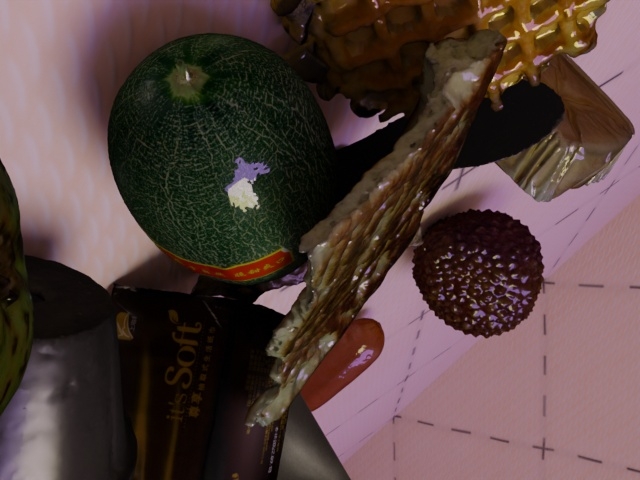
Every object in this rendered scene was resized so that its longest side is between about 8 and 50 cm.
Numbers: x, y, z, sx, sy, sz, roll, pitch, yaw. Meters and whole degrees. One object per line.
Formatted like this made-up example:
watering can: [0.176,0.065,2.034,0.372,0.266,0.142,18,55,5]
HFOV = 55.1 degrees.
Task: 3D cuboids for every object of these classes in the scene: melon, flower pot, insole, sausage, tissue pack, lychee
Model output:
melon: [-0.075,-0.062,0.513,0.182,0.182,0.287,-34,156,-8]
flower pot: [-0.273,0.114,0.524,0.269,0.269,0.166,-3,120,-52]
insole: [0.135,-0.113,0.720,0.310,0.110,0.012,-24,162,1]
sausage: [0.037,0.270,1.353,0.259,0.113,0.114,-44,155,15]
tissue pack: [-0.156,0.255,0.719,0.210,0.198,0.369,48,49,-67]
lychee: [0.290,0.056,1.178,0.271,0.271,0.271,-30,155,-16]

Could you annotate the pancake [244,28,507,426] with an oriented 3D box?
pancake: [0.031,0.009,0.595,0.305,0.067,0.426,-44,165,-38]

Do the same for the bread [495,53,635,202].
bread: [0.296,-0.160,0.820,0.192,0.209,0.109,-18,155,-36]

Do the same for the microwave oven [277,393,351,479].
microwave oven: [-0.179,0.432,1.037,0.236,0.374,0.432,-17,154,-40]

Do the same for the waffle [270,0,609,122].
waffle: [0.110,-0.217,0.527,0.330,0.062,0.329,-7,149,-4]

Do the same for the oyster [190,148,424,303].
oyster: [0.017,-0.020,0.816,0.396,0.111,0.204,-17,146,-31]

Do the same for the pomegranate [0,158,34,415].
pomegranate: [-0.326,0.027,0.286,0.341,0.284,0.285,-5,149,-7]
